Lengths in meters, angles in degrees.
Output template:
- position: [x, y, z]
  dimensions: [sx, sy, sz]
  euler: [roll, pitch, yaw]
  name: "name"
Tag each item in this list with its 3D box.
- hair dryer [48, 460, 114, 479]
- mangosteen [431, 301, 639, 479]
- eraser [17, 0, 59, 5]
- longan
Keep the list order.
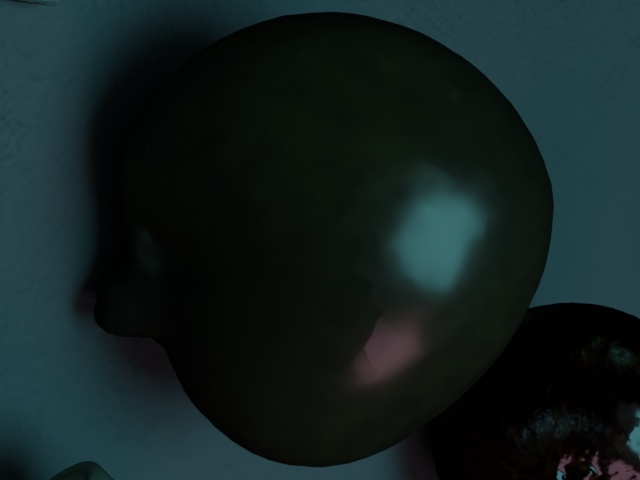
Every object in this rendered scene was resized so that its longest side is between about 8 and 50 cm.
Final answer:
- position: [-0.167, 0.315, 0.928]
  dimensions: [0.203, 0.128, 0.362]
  euler: [48, 47, -14]
  name: "hair dryer"
- position: [0.211, 0.153, 1.424]
  dimensions: [0.261, 0.235, 0.235]
  euler: [-79, 164, -68]
  name: "mangosteen"
- position: [-0.181, -0.213, 0.947]
  dimensions: [0.104, 0.023, 0.150]
  euler: [1, 99, -53]
  name: "eraser"
- position: [0.000, 0.000, 1.075]
  dimensions: [0.243, 0.300, 0.300]
  euler: [-106, -161, -79]
  name: "longan"
